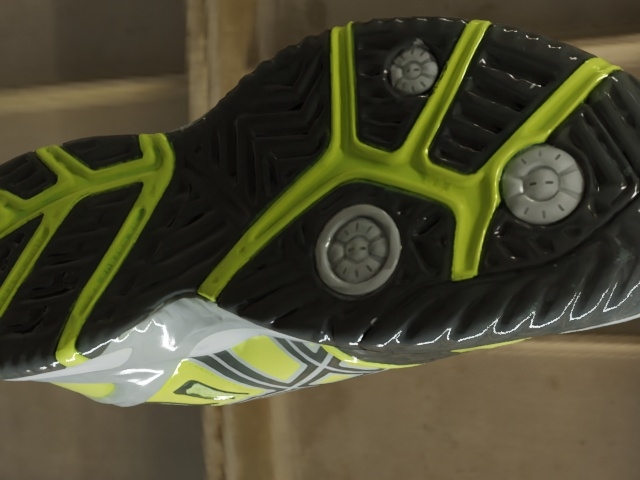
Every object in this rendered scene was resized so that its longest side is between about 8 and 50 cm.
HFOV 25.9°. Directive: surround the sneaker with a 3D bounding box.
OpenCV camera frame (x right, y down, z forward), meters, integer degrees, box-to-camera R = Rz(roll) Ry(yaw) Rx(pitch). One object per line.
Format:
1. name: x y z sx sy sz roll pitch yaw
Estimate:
1. sneaker: 0.000 0.000 0.646 0.384 0.147 0.145 -7 -109 32
